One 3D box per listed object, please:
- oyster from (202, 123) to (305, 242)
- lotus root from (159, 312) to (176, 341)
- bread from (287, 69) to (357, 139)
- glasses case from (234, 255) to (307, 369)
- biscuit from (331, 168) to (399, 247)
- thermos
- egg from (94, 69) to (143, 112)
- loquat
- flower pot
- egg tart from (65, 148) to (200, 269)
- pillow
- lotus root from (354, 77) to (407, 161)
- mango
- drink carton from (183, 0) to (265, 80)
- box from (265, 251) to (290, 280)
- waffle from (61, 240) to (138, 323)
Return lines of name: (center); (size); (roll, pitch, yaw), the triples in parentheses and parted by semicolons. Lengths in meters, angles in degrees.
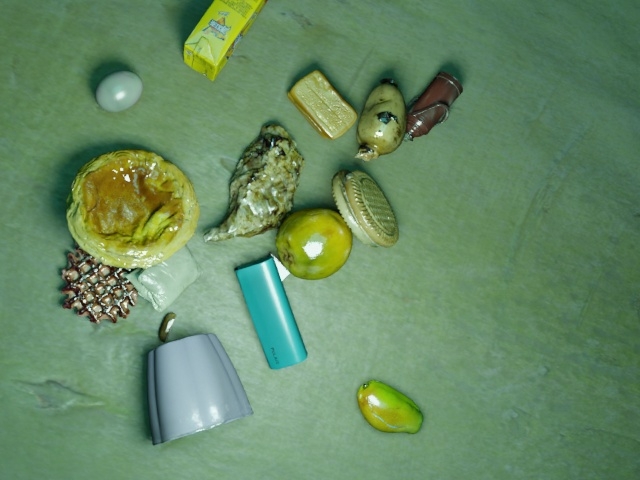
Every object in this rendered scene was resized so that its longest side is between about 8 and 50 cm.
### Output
oyster: (-0.158, -0.129, 1.928); (0.204, 0.111, 0.396); (28, 78, -12)
lotus root: (-0.422, 0.236, 1.883); (0.030, 0.037, 0.083); (21, 83, -6)
bread: (0.006, -0.388, 1.989); (0.116, 0.077, 0.200); (-44, 98, -12)
glasses case: (-0.137, 0.204, 1.901); (0.117, 0.070, 0.301); (-19, 100, 4)
biscuit: (0.127, -0.090, 1.929); (0.079, 0.259, 0.259); (-29, 94, 24)
thermos: (0.315, -0.388, 2.051); (0.124, 0.099, 0.232); (35, 80, 29)
egg: (-0.544, -0.405, 1.859); (0.135, 0.103, 0.103); (-37, 95, -13)
loquat: (0.000, 0.000, 1.903); (0.246, 0.213, 0.214); (-24, 92, -33)
flower pot: (-0.338, 0.382, 1.796); (0.265, 0.265, 0.243); (-17, 80, -12)
egg tart: (-0.495, -0.073, 1.814); (0.351, 0.150, 0.352); (8, 64, -18)
pillow: (-0.411, 0.089, 1.855); (0.181, 0.077, 0.134); (-46, 110, -33)
lotus root: (0.181, -0.342, 1.985); (0.140, 0.154, 0.257); (16, 80, -5)
mango: (0.201, 0.490, 1.968); (0.233, 0.111, 0.125); (39, 94, -20)
drink carton: (-0.245, -0.630, 1.909); (0.111, 0.154, 0.351); (33, 81, -8)
box: (-0.132, 0.083, 1.945); (0.084, 0.060, 0.063); (44, 87, -7)
waffle: (-0.583, 0.107, 1.848); (0.221, 0.055, 0.234); (9, 80, -12)
